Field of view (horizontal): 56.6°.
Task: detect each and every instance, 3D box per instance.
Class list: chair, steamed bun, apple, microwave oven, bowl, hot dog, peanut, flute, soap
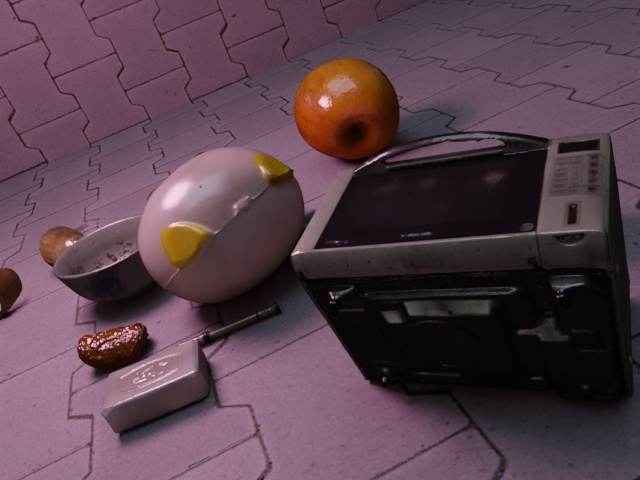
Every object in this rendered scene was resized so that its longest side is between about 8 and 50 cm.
[{"bbox_3d":[-0.931,0.182,1.565,0.173,0.158,0.246,-10,31,14],"label":"chair"},{"bbox_3d":[-0.210,-0.036,1.291,0.334,0.333,0.374,14,53,47],"label":"steamed bun"},{"bbox_3d":[0.080,-0.368,1.711,0.299,0.299,0.275,-22,42,-2],"label":"apple"},{"bbox_3d":[0.209,0.050,0.838,0.395,0.333,0.247,-5,43,30],"label":"microwave oven"},{"bbox_3d":[-0.497,0.064,1.489,0.290,0.146,0.289,-16,27,8],"label":"bowl"},{"bbox_3d":[-0.436,0.221,1.260,0.147,0.065,0.099,-13,27,-9],"label":"hot dog"},{"bbox_3d":[-0.727,0.032,1.729,0.224,0.129,0.129,20,48,39],"label":"peanut"},{"bbox_3d":[-0.191,0.180,1.206,0.233,0.027,0.027,-22,28,-3],"label":"flute"},{"bbox_3d":[-0.300,0.266,1.091,0.183,0.063,0.121,-22,26,-3],"label":"soap"}]

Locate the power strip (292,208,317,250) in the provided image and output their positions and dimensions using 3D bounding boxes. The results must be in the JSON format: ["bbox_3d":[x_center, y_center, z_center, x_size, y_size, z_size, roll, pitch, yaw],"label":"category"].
[{"bbox_3d":[0.000,0.000,1.371,0.118,0.046,0.270,-30,30,-16],"label":"power strip"}]
